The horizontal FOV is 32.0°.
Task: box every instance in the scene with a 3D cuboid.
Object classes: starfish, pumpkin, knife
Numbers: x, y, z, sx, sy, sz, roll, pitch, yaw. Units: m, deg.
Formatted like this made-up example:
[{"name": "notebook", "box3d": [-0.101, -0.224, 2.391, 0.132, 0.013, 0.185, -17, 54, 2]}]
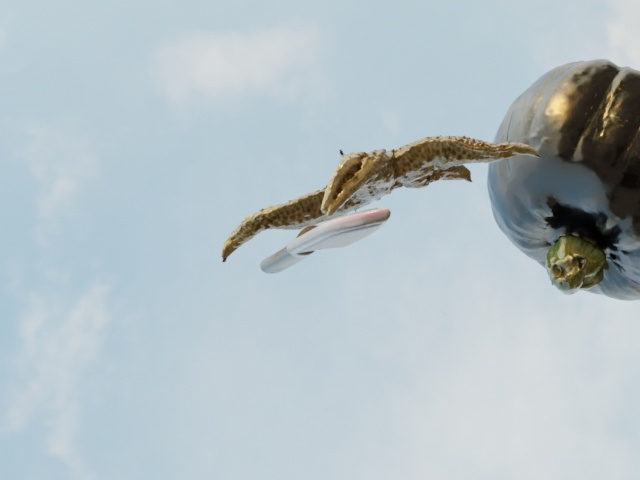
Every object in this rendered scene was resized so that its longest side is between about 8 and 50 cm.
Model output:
[{"name": "starfish", "box3d": [0.044, -0.041, 0.958, 0.277, 0.236, 0.062, -23, -96, 1]}, {"name": "pumpkin", "box3d": [0.318, -0.037, 1.256, 0.296, 0.296, 0.296, 5, -98, -38]}, {"name": "knife", "box3d": [0.000, -0.001, 0.794, 0.046, 0.256, 0.022, -4, -97, -16]}]
